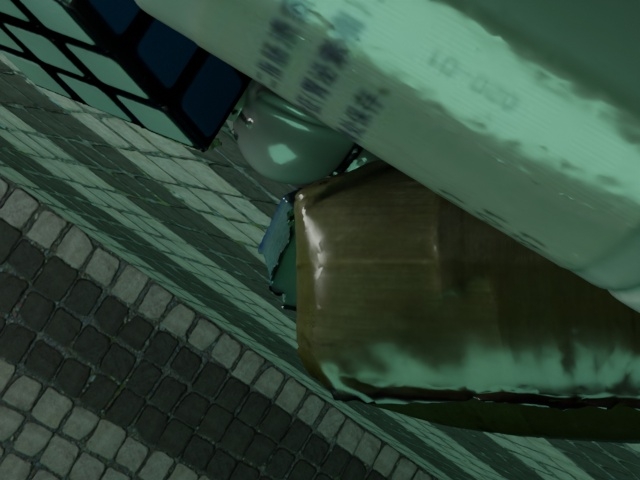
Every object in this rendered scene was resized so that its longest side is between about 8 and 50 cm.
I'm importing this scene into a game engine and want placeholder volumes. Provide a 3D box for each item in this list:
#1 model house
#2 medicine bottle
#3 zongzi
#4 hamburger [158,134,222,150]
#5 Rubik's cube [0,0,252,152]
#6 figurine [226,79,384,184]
[{"bbox_3d":[0.000,0.000,1.209,0.148,0.119,0.149,12,-159,-24],"label":"model house"},{"bbox_3d":[0.034,-0.131,0.389,0.332,0.190,0.190,31,167,-4],"label":"medicine bottle"},{"bbox_3d":[0.214,0.049,0.727,0.356,0.174,0.393,1,169,25],"label":"zongzi"},{"bbox_3d":[-0.157,-0.140,1.082,0.140,0.062,0.133,18,163,37],"label":"hamburger"},{"bbox_3d":[-0.112,-0.172,0.631,0.163,0.161,0.162,23,165,33],"label":"Rubik's cube"},{"bbox_3d":[0.007,-0.081,0.771,0.192,0.126,0.147,19,165,-19],"label":"figurine"}]
